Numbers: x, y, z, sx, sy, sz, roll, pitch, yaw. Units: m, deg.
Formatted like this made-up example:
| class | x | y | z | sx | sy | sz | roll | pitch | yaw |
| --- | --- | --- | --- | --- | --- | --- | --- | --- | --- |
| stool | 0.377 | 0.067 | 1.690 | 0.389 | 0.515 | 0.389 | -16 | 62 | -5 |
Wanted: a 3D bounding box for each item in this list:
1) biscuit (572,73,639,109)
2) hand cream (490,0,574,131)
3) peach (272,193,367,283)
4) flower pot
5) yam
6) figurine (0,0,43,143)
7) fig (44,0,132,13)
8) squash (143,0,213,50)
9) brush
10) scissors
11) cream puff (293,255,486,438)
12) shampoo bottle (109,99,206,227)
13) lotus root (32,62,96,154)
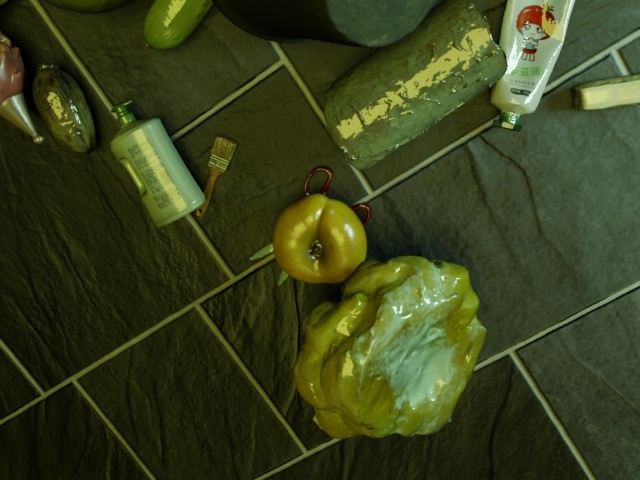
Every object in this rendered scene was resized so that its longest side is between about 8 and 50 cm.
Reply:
| class | x | y | z | sx | sy | sz | roll | pitch | yaw |
| --- | --- | --- | --- | --- | --- | --- | --- | --- | --- |
| biscuit | 0.533 | -0.255 | 1.160 | 0.188 | 0.056 | 0.052 | -7 | 107 | 10 |
| hand cream | 0.359 | -0.355 | 1.151 | 0.121 | 0.076 | 0.336 | 13 | 102 | 0 |
| peach | 0.000 | 0.000 | 1.257 | 0.179 | 0.103 | 0.179 | 3 | 109 | 8 |
| flower pot | 0.037 | -0.418 | 0.975 | 0.379 | 0.251 | 0.379 | -23 | 137 | -24 |
| yam | 0.151 | -0.263 | 1.143 | 0.304 | 0.168 | 0.168 | -33 | 101 | 16 |
| figurine | -0.625 | -0.336 | 1.201 | 0.207 | 0.166 | 0.387 | -25 | 102 | -8 |
| fig | -0.419 | -0.510 | 1.094 | 0.326 | 0.258 | 0.258 | 19 | 109 | 18 |
| squash | -0.242 | -0.410 | 1.182 | 0.095 | 0.095 | 0.188 | 39 | 112 | -7 |
| brush | -0.207 | -0.120 | 1.307 | 0.043 | 0.014 | 0.170 | 24 | 110 | 0 |
| scissors | -0.029 | -0.017 | 1.318 | 0.144 | 0.017 | 0.248 | 43 | 108 | -7 |
| cream puff | 0.105 | 0.182 | 1.228 | 0.378 | 0.275 | 0.378 | -16 | 121 | -28 |
| shampoo bottle | -0.317 | -0.149 | 1.268 | 0.118 | 0.087 | 0.234 | -21 | 104 | 30 |
| lotus root | -0.476 | -0.241 | 1.257 | 0.080 | 0.089 | 0.179 | -15 | 107 | 17 |
